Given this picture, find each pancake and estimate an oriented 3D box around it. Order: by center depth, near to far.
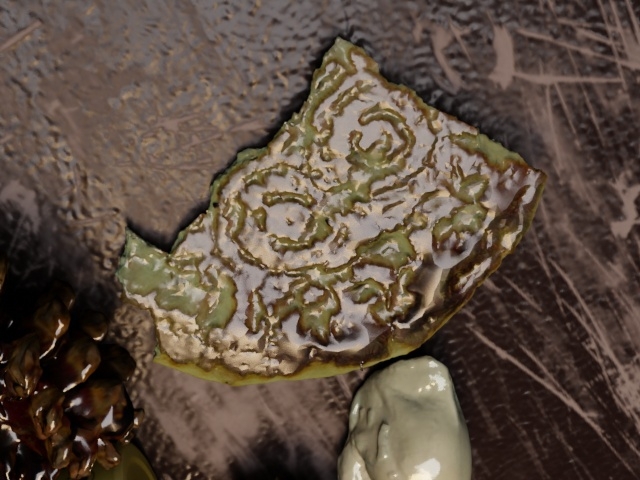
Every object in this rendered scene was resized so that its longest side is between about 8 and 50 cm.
[{"bbox_3d":[0.004,0.003,0.994,0.427,0.067,0.305,-41,106,10],"label":"pancake"}]

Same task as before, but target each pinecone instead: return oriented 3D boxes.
[{"bbox_3d":[-0.298,0.132,0.903,0.257,0.243,0.243,2,119,-51],"label":"pinecone"}]

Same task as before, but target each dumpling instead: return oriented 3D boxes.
[{"bbox_3d":[0.091,0.235,1.073,0.151,0.124,0.228,-1,97,15],"label":"dumpling"}]

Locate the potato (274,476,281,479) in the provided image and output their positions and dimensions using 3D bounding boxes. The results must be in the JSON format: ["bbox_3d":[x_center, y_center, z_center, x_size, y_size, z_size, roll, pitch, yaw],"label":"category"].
[{"bbox_3d":[0.018,0.388,1.092,0.140,0.173,0.300,-45,115,-13],"label":"potato"}]

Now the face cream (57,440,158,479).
[{"bbox_3d":[-0.250,0.336,0.997,0.179,0.218,0.218,-20,115,-2],"label":"face cream"}]
